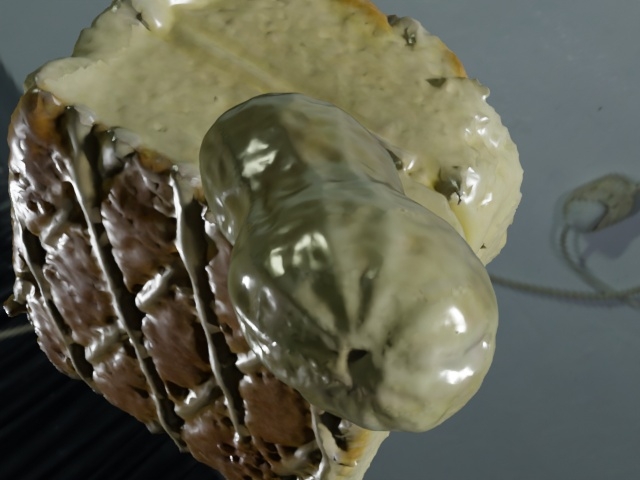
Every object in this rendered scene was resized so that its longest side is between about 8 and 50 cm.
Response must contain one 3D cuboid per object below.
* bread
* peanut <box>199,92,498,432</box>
[{"bbox_3d":[-0.056,-0.002,1.050,0.371,0.279,0.390,32,140,13],"label":"bread"},{"bbox_3d":[0.000,0.000,0.654,0.256,0.123,0.123,55,136,47],"label":"peanut"}]
